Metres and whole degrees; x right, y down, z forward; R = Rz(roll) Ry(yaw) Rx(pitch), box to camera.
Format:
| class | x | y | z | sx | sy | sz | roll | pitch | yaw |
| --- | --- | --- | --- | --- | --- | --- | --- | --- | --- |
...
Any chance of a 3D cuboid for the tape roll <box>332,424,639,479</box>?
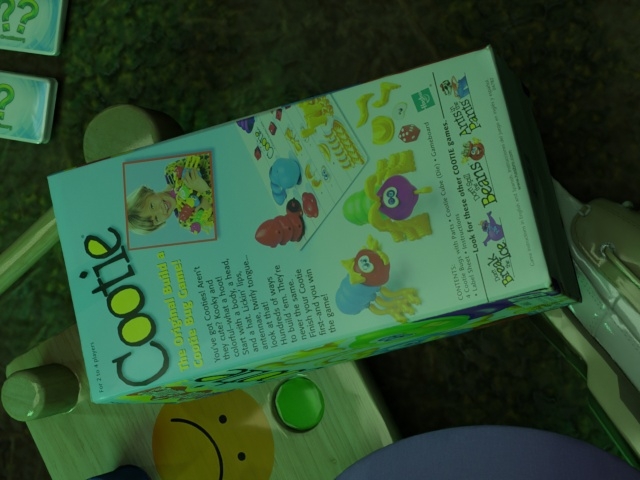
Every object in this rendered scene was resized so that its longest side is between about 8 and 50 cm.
| class | x | y | z | sx | sy | sz | roll | pitch | yaw |
| --- | --- | --- | --- | --- | --- | --- | --- | --- | --- |
| tape roll | 0.107 | 0.250 | 1.070 | 0.275 | 0.090 | 0.275 | 2 | 121 | 3 |

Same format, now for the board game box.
| class | x | y | z | sx | sy | sz | roll | pitch | yaw |
| --- | --- | --- | --- | --- | --- | --- | --- | --- | --- |
| board game box | 0.000 | 0.000 | 1.033 | 0.275 | 0.142 | 0.144 | -15 | 81 | 14 |

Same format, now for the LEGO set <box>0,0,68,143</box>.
| class | x | y | z | sx | sy | sz | roll | pitch | yaw |
| --- | --- | --- | --- | --- | --- | --- | --- | --- | --- |
| LEGO set | -0.309 | -0.182 | 1.299 | 0.244 | 0.060 | 0.182 | 11 | 95 | 19 |

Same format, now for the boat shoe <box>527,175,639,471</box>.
| class | x | y | z | sx | sy | sz | roll | pitch | yaw |
| --- | --- | --- | --- | --- | --- | --- | --- | --- | --- |
| boat shoe | 0.184 | 0.025 | 1.121 | 0.103 | 0.113 | 0.302 | -33 | 81 | -1 |

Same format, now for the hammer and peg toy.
| class | x | y | z | sx | sy | sz | roll | pitch | yaw |
| --- | --- | --- | --- | --- | --- | --- | --- | --- | --- |
| hammer and peg toy | -0.101 | 0.100 | 1.213 | 0.266 | 0.127 | 0.361 | -30 | 81 | 20 |
